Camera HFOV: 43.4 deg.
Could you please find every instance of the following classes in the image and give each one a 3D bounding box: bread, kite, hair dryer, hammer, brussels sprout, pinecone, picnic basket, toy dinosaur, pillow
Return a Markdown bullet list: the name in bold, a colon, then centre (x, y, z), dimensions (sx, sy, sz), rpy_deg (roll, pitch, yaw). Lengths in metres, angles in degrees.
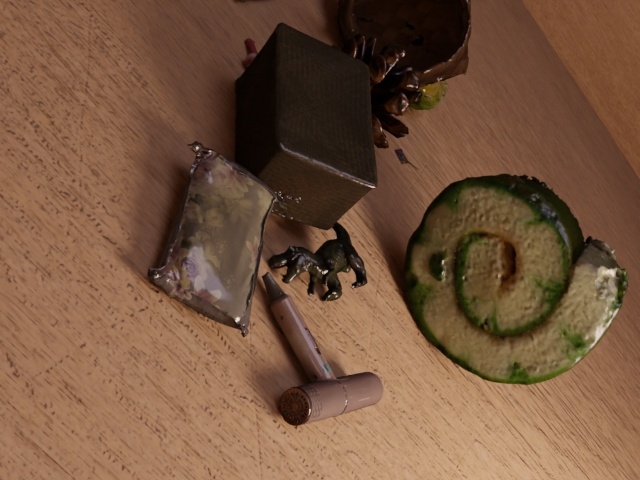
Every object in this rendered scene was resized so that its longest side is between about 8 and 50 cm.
- **bread**: centre (0.338, 0.064, 1.409), dimensions (0.129, 0.381, 0.367), rpy_deg (-18, 106, -62)
- **kite**: centre (0.186, -0.179, 1.751), dimensions (0.078, 0.002, 0.044), rpy_deg (12, 56, -50)
- **hair dryer**: centre (-0.015, 0.148, 1.155), dimensions (0.195, 0.053, 0.220), rpy_deg (5, 55, -55)
- **hammer**: centre (-0.115, -0.325, 1.409), dimensions (0.052, 0.031, 0.083), rpy_deg (24, 36, -49)
- **brussels sprout**: centre (0.227, -0.368, 1.882), dimensions (0.181, 0.100, 0.139), rpy_deg (-2, 77, -58)
- **pinecone**: centre (0.085, -0.274, 1.492), dimensions (0.201, 0.202, 0.229), rpy_deg (5, 55, -20)
- **picnic basket**: centre (0.177, -0.504, 1.682), dimensions (0.337, 0.292, 0.337), rpy_deg (164, -90, -88)
- **toy dinosaur**: centre (0.000, 0.000, 1.249), dimensions (0.187, 0.087, 0.179), rpy_deg (8, 60, -55)
- **pillow**: centre (-0.139, -0.006, 1.068), dimensions (0.169, 0.059, 0.255), rpy_deg (35, 45, -26)

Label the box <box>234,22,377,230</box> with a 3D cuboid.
- **box**: centre (-0.024, -0.177, 1.265), dimensions (0.184, 0.143, 0.273), rpy_deg (19, 50, -28)
